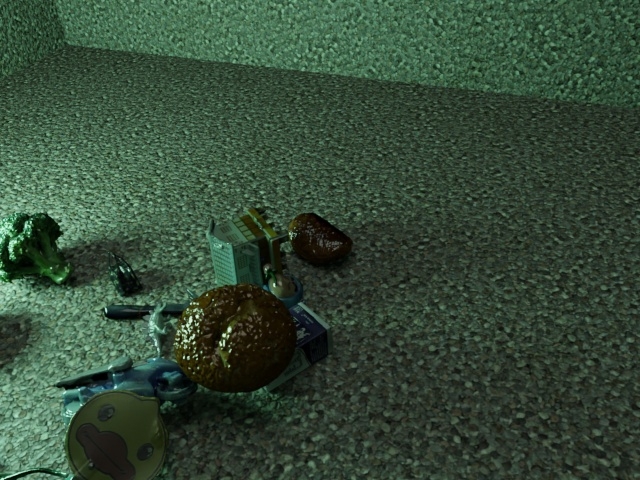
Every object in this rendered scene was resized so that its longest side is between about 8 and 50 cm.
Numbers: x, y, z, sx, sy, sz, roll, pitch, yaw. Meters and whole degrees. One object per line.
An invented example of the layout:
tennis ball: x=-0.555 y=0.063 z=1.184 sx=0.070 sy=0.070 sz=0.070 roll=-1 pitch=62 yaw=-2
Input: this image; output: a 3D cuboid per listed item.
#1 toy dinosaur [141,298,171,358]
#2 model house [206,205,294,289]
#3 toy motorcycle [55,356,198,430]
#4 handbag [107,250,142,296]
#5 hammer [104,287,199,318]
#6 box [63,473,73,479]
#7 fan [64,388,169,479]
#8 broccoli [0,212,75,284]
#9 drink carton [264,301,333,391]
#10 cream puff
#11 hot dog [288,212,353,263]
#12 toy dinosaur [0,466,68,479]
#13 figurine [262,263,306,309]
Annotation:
toy dinosaur: x=-0.454 y=0.252 z=1.816 sx=0.082 sy=0.039 sz=0.209 roll=-20 pitch=50 yaw=9
model house: x=-0.217 y=0.037 z=1.946 sx=0.215 sy=0.224 sz=0.198 roll=-22 pitch=41 yaw=-23
toy motorcycle: x=-0.470 y=0.346 z=1.589 sx=0.319 sy=0.182 sz=0.241 roll=-10 pitch=38 yaw=-17
handbag: x=-0.613 y=0.088 z=1.989 sx=0.072 sy=0.139 sz=0.115 roll=-30 pitch=44 yaw=-18
hammer: x=-0.489 y=0.199 z=1.911 sx=0.289 sy=0.037 sz=0.137 roll=-2 pitch=37 yaw=3
box: x=-0.554 y=0.599 z=1.379 sx=0.229 sy=0.041 sz=0.162 roll=-30 pitch=44 yaw=-31
fan: x=-0.474 y=0.470 z=1.425 sx=0.229 sy=0.011 sz=0.335 roll=41 pitch=66 yaw=6
broccoli: x=-0.890 y=0.031 z=2.036 sx=0.270 sy=0.270 sz=0.270 roll=35 pitch=43 yaw=-3
drink carton: x=-0.093 y=0.278 z=1.719 sx=0.222 sy=0.102 sz=0.134 roll=-29 pitch=45 yaw=-27
cream puff: x=-0.203 y=0.217 z=1.562 sx=0.303 sy=0.212 sz=0.303 roll=0 pitch=38 yaw=0
hot dog: x=0.002 y=-0.003 z=2.082 sx=0.160 sy=0.099 sz=0.227 roll=-27 pitch=44 yaw=-27
toy dinosaur: x=-0.681 y=0.527 z=1.426 sx=0.383 sy=0.129 sz=0.076 roll=-22 pitch=75 yaw=10
figurine: x=-0.138 y=0.148 z=1.868 sx=0.178 sy=0.144 sz=0.114 roll=-22 pitch=35 yaw=-3
